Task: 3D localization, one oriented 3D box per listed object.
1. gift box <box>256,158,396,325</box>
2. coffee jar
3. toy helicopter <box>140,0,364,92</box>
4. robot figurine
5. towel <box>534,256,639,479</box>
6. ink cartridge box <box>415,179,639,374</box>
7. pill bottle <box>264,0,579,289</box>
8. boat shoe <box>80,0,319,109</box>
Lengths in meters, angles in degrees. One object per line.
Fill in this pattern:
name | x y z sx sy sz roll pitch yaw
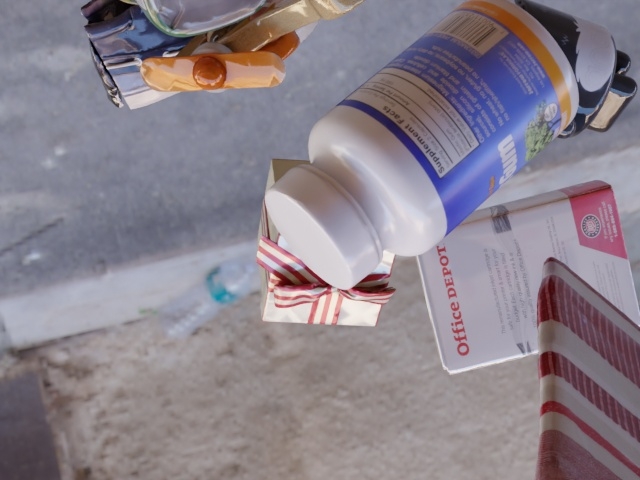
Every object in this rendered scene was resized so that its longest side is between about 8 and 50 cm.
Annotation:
gift box | 0.000 0.000 2.293 0.255 0.258 0.276 -1 133 -8
coffee jar | -0.110 -0.210 0.923 0.096 0.184 0.079 -21 117 -14
toy helicopter | -0.068 -0.262 1.494 0.355 0.140 0.235 -10 -149 51
robot figurine | 0.301 -0.243 1.742 0.278 0.174 0.209 15 -174 -15
towel | 0.249 0.161 0.933 0.237 0.329 0.037 40 115 -10
ink cartridge box | 0.283 0.048 1.736 0.283 0.207 0.117 -14 -172 0
pill bottle | 0.087 -0.082 1.097 0.272 0.152 0.152 -41 160 -17
boat shoe | -0.174 -0.314 1.747 0.340 0.127 0.158 -24 136 2
